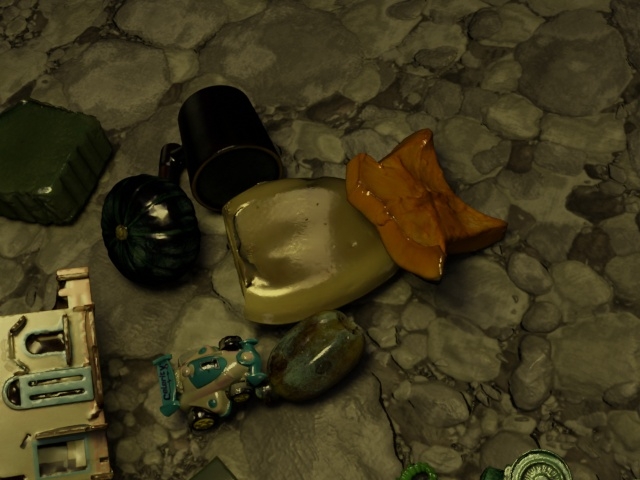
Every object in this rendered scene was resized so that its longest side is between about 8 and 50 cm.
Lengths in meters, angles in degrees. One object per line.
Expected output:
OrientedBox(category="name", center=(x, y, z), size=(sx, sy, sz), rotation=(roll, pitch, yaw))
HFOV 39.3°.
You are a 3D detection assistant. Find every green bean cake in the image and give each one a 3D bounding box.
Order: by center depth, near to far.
OrientedBox(category="green bean cake", center=(-0.527, -0.149, 1.666), size=(0.227, 0.125, 0.223), rotation=(12, 63, 17))

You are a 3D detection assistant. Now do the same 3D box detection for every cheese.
OrientedBox(category="cheese", center=(0.000, 0.000, 1.503), size=(0.315, 0.128, 0.260), rotation=(-17, 69, -5))

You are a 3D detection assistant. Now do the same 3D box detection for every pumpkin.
OrientedBox(category="pumpkin", center=(0.160, -0.055, 1.445), size=(0.258, 0.095, 0.290), rotation=(49, 36, 14))
OrientedBox(category="pumpkin", center=(-0.291, -0.017, 1.521), size=(0.194, 0.150, 0.194), rotation=(-7, 74, 25))

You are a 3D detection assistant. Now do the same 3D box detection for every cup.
OrientedBox(category="cup", center=(-0.205, -0.159, 1.604), size=(0.239, 0.166, 0.177), rotation=(-19, 54, -5))

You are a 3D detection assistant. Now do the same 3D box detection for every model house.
OrientedBox(category="model house", center=(-0.443, 0.214, 1.324), size=(0.244, 0.169, 0.326), rotation=(-5, 78, -14))

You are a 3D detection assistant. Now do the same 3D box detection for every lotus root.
OrientedBox(category="lotus root", center=(-0.021, 0.189, 1.404), size=(0.192, 0.088, 0.113), rotation=(-38, 64, -2))

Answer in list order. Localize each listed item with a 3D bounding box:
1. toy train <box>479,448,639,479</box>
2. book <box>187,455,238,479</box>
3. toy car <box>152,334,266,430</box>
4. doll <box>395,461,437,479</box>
OrientedBox(category="toy train", center=(0.346, 0.412, 1.186), size=(0.304, 0.150, 0.222), rotation=(11, 73, 23))
OrientedBox(category="book", center=(-0.132, 0.475, 1.281), size=(0.201, 0.026, 0.289), rotation=(-39, 62, -15))
OrientedBox(category="toy car", center=(-0.173, 0.210, 1.387), size=(0.161, 0.098, 0.126), rotation=(-30, 55, 23))
OrientedBox(category="doll", center=(0.158, 0.394, 1.263), size=(0.115, 0.050, 0.190), rotation=(-42, 43, 4))
